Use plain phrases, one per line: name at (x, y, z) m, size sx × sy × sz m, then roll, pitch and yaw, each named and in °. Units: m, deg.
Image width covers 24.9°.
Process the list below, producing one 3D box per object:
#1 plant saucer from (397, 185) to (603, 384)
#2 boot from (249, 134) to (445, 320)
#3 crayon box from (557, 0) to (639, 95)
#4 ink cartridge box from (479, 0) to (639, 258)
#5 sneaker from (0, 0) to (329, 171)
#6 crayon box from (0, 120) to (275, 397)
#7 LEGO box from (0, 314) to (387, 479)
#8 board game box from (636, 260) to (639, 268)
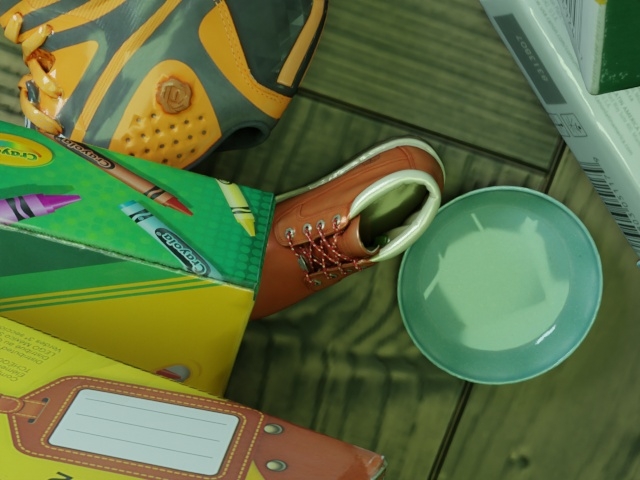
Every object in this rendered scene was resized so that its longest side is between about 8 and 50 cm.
plant saucer at (0.103, 0.025, 0.845) m, size 0.119 × 0.021 × 0.119 m, roll 0°, pitch 104°, yaw -2°
boot at (0.000, 0.000, 0.804) m, size 0.158 × 0.084 × 0.059 m, roll -35°, pitch 105°, yaw 8°
crayon box at (0.131, -0.240, 0.600) m, size 0.083 × 0.203 × 0.323 m, roll -11°, pitch 148°, yaw 1°
ink cartridge box at (0.230, -0.125, 0.808) m, size 0.232 × 0.066 × 0.189 m, roll -38°, pitch 103°, yaw -14°
sneaker at (-0.161, -0.120, 0.745) m, size 0.321 × 0.124 × 0.180 m, roll 16°, pitch 102°, yaw -6°
crayon box at (-0.138, 0.080, 0.767) m, size 0.165 × 0.081 × 0.278 m, roll 15°, pitch 128°, yaw -5°
LEGO box at (-0.252, 0.210, 0.663) m, size 0.500 × 0.193 × 0.372 m, roll 17°, pitch 116°, yaw 21°
board game box at (0.287, 0.116, 0.730) m, size 0.097 × 0.303 × 0.224 m, roll -31°, pitch 103°, yaw 6°
